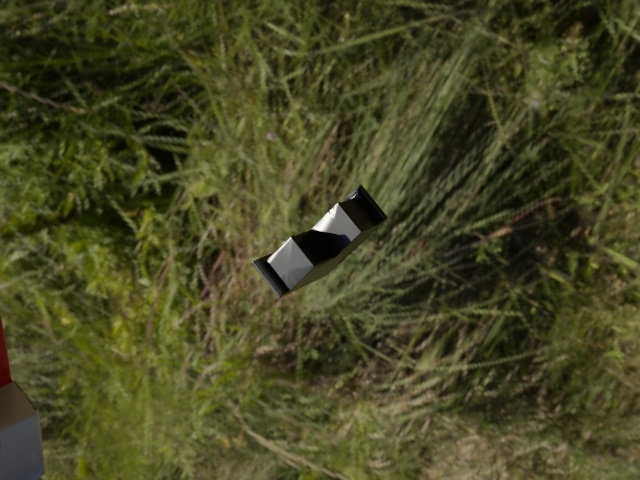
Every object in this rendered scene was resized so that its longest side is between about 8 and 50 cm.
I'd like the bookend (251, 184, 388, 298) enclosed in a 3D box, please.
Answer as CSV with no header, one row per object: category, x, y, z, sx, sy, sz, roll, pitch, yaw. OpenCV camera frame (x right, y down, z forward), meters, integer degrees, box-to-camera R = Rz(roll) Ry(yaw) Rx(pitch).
bookend,0.000,0.000,1.357,0.072,0.156,0.157,51,-149,10

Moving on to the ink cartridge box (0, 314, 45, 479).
ink cartridge box,-0.451,0.237,0.940,0.066,0.296,0.261,40,140,29
